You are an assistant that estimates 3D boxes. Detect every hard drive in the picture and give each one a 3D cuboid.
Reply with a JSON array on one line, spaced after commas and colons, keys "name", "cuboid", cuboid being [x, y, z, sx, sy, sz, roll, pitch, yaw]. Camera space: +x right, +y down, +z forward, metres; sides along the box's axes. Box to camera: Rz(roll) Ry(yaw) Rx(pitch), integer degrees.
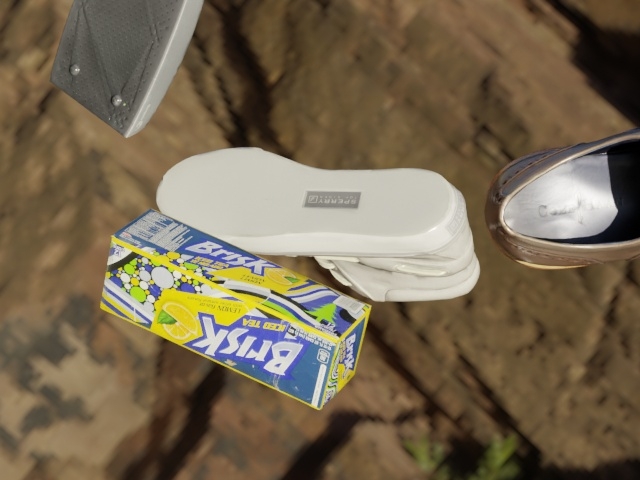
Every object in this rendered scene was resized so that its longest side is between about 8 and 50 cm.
[{"name": "hard drive", "cuboid": [-0.224, -0.270, 2.301, 0.172, 0.255, 0.054, 36, 22, 32]}]

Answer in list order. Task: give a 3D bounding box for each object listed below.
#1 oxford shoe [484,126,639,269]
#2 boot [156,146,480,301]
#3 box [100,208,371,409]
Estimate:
[{"name": "oxford shoe", "cuboid": [0.308, -0.043, 1.491, 0.133, 0.363, 0.130, -11, 86, -83]}, {"name": "boot", "cuboid": [0.000, 0.000, 1.535, 0.258, 0.095, 0.123, 7, -32, 22]}, {"name": "box", "cuboid": [-0.056, 0.043, 1.234, 0.169, 0.059, 0.054, 24, 33, 17]}]
